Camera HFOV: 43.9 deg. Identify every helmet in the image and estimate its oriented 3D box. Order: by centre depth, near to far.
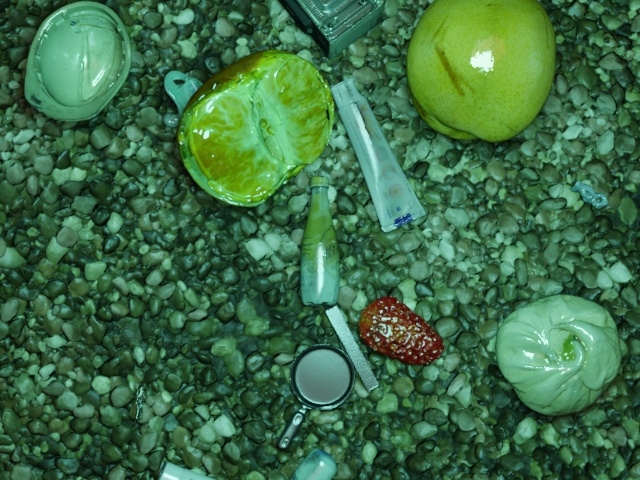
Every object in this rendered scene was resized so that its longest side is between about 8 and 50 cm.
[{"bbox_3d":[-0.486,-0.345,1.633,0.204,0.137,0.258,18,78,1],"label":"helmet"}]

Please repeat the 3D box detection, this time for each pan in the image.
[{"bbox_3d":[-0.022,0.323,1.633,0.136,0.028,0.235,32,82,3],"label":"pan"}]

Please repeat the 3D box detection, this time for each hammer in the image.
[{"bbox_3d":[0.029,0.518,1.601,0.194,0.069,0.116,40,85,-2],"label":"hammer"}]

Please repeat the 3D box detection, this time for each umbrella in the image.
[{"bbox_3d":[-0.375,0.337,1.635,0.031,0.020,0.083,3,83,39],"label":"umbrella"}]

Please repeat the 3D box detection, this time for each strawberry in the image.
[{"bbox_3d":[0.170,0.185,1.623,0.188,0.082,0.121,23,82,4],"label":"strawberry"}]

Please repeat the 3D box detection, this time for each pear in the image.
[{"bbox_3d":[0.317,-0.351,1.573,0.314,0.314,0.315,0,85,-1],"label":"pear"}]

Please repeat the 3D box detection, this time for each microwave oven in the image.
[{"bbox_3d":[0.014,-0.513,1.660,0.163,0.129,0.205,-39,86,-5],"label":"microwave oven"}]

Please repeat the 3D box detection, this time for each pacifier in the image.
[{"bbox_3d":[-0.282,-0.278,1.663,0.116,0.127,0.150,-33,92,34],"label":"pacifier"}]

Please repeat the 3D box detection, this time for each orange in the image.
[{"bbox_3d":[-0.137,-0.221,1.583,0.334,0.196,0.263,-48,112,-26],"label":"orange"}]

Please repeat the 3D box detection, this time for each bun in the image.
[{"bbox_3d":[0.480,0.230,1.584,0.259,0.160,0.259,0,87,-3],"label":"bun"}]

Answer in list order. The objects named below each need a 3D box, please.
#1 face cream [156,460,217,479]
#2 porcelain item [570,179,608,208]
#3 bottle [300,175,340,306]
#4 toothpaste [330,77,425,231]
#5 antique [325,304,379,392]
[{"bbox_3d":[-0.217,0.522,1.604,0.243,0.058,0.092,25,81,-5],"label":"face cream"},{"bbox_3d":[0.570,-0.096,1.677,0.083,0.028,0.036,31,83,1],"label":"porcelain item"},{"bbox_3d":[0.000,0.000,1.638,0.083,0.083,0.270,1,81,0],"label":"bottle"},{"bbox_3d":[0.113,-0.182,1.666,0.100,0.066,0.323,-24,90,-7],"label":"toothpaste"},{"bbox_3d":[0.066,0.224,1.650,0.031,0.015,0.192,-28,86,-4],"label":"antique"}]
